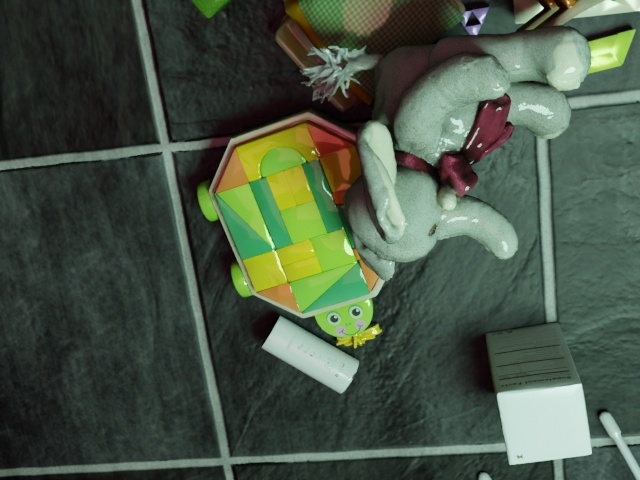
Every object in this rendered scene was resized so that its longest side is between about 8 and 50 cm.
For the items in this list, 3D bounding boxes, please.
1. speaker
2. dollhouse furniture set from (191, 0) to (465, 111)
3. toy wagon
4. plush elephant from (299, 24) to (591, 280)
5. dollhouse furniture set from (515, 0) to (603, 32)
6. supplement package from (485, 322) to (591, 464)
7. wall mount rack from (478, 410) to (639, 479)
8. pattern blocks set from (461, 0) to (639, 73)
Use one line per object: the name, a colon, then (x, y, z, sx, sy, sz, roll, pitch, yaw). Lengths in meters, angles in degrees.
speaker: (-0.016, 0.162, 1.176, 0.136, 0.055, 0.055, 30, 110, -4)
dollhouse furniture set: (-0.004, -0.295, 0.950, 0.197, 0.151, 0.301, -39, 101, 28)
toy wagon: (0.000, 0.000, 1.112, 0.267, 0.068, 0.344, -18, 106, 13)
plush elephant: (0.129, -0.083, 0.924, 0.330, 0.272, 0.255, 4, 84, 4)
dollhouse furniture set: (0.181, -0.327, 0.849, 0.135, 0.259, 0.262, -32, 103, 9)
supplement package: (0.283, 0.197, 1.086, 0.105, 0.179, 0.105, -10, 108, 10)
wall mount rack: (0.404, 0.434, 1.189, 0.350, 0.130, 0.304, -33, 106, 16)
pattern blocks set: (0.311, -0.341, 0.979, 0.325, 0.026, 0.285, -19, 106, 13)
